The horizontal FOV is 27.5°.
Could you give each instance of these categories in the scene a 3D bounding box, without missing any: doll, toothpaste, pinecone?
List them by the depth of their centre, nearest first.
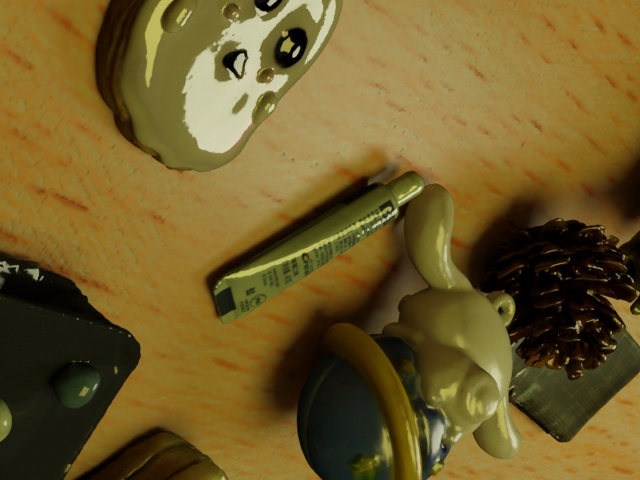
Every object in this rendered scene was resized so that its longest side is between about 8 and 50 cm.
[{"bbox_3d":[0.000,0.000,1.121,0.216,0.037,0.062,-33,142,-18],"label":"toothpaste"},{"bbox_3d":[0.091,0.112,1.205,0.242,0.159,0.311,-12,110,-14],"label":"doll"},{"bbox_3d":[0.243,0.059,1.334,0.173,0.173,0.173,-29,140,-28],"label":"pinecone"}]

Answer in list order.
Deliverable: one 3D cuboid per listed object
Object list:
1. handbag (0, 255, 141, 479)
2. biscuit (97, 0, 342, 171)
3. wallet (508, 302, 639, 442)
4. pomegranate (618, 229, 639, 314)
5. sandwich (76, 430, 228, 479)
[{"bbox_3d":[-0.294,0.159,0.876,0.269,0.118,0.326,20,104,-53],"label":"handbag"},{"bbox_3d":[-0.062,-0.144,0.912,0.208,0.049,0.181,-47,146,-2],"label":"biscuit"},{"bbox_3d":[0.292,0.142,1.569,0.169,0.044,0.317,-48,144,2],"label":"wallet"},{"bbox_3d":[0.438,-0.014,1.442,0.302,0.236,0.236,-17,133,-28],"label":"pomegranate"},{"bbox_3d":[-0.180,0.317,1.159,0.249,0.095,0.273,-34,141,-29],"label":"sandwich"}]
